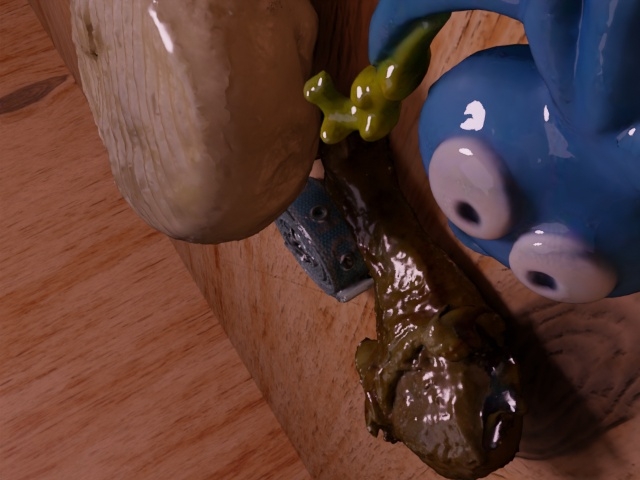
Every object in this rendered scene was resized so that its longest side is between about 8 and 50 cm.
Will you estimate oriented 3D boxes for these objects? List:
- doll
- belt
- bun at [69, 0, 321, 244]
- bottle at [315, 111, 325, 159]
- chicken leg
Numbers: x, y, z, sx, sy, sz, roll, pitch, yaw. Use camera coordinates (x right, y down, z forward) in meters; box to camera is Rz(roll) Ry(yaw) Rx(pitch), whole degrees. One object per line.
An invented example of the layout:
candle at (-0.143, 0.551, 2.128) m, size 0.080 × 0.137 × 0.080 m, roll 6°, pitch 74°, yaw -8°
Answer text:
doll at (0.143, -0.036, 0.351) m, size 0.346 × 0.098 × 0.341 m, roll 36°, pitch 162°, yaw -3°
belt at (-0.004, -0.004, 1.087) m, size 0.147 × 0.082 × 0.163 m, roll 63°, pitch 166°, yaw -21°
bun at (-0.110, -0.160, 0.829) m, size 0.362 × 0.235 × 0.325 m, roll -11°, pitch 92°, yaw 67°
bottle at (-0.012, -0.117, 0.960) m, size 0.060 × 0.060 × 0.164 m, roll 64°, pitch 164°, yaw -8°
chicken leg at (0.089, 0.069, 0.841) m, size 0.361 × 0.140 × 0.211 m, roll 65°, pitch 145°, yaw 26°
